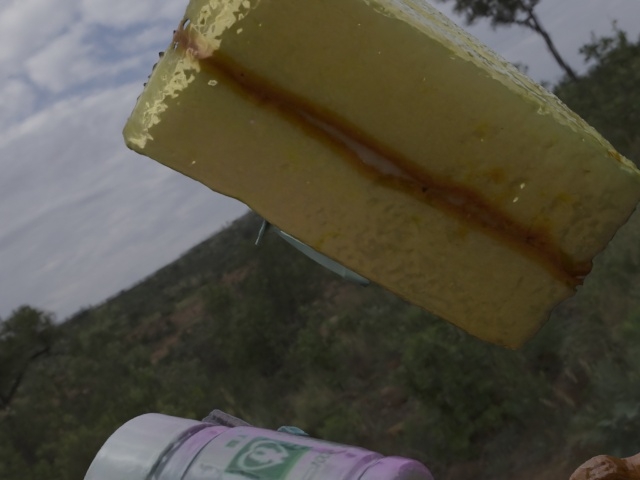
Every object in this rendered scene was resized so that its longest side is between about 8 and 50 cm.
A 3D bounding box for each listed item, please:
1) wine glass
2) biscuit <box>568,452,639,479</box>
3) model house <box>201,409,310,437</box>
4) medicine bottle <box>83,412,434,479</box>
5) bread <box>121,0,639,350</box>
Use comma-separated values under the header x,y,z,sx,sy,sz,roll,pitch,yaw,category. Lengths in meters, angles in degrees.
x,y,z,sx,sy,sz,roll,pitch,yaw,category
0.000,0.000,1.156,0.073,0.155,0.073,-158,90,-87,wine glass
0.372,0.222,0.855,0.324,0.205,0.049,-20,39,-13,biscuit
-0.109,0.398,1.438,0.230,0.248,0.280,22,-6,-43,model house
-0.060,0.300,0.917,0.325,0.212,0.212,3,17,29,medicine bottle
0.040,-0.055,0.547,0.163,0.264,0.167,-11,-42,-59,bread
